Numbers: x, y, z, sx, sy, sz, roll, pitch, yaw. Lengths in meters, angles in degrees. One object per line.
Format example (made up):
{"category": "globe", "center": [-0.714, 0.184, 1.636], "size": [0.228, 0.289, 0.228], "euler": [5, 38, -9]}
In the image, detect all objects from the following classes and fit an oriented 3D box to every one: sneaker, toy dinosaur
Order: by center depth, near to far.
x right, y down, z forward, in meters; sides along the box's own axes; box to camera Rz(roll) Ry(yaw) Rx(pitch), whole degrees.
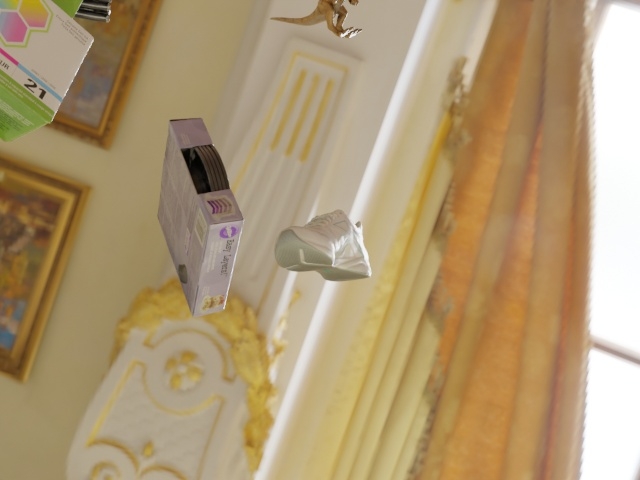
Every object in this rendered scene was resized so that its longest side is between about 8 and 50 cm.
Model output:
{"category": "sneaker", "center": [0.000, 0.000, 0.950], "size": [0.053, 0.061, 0.152], "euler": [-7, 168, 24]}
{"category": "toy dinosaur", "center": [0.013, -0.380, 1.688], "size": [0.064, 0.112, 0.211], "euler": [-27, 175, -37]}

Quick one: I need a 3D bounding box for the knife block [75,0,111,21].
{"category": "knife block", "center": [-0.507, -0.442, 1.815], "size": [0.242, 0.275, 0.088], "euler": [55, -168, -9]}

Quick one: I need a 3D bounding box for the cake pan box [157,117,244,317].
{"category": "cake pan box", "center": [-0.214, -0.043, 1.771], "size": [0.070, 0.267, 0.246], "euler": [-11, -128, -23]}

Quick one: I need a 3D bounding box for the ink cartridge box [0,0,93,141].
{"category": "ink cartridge box", "center": [-0.345, -0.270, 1.133], "size": [0.097, 0.255, 0.189], "euler": [-13, 138, 42]}
